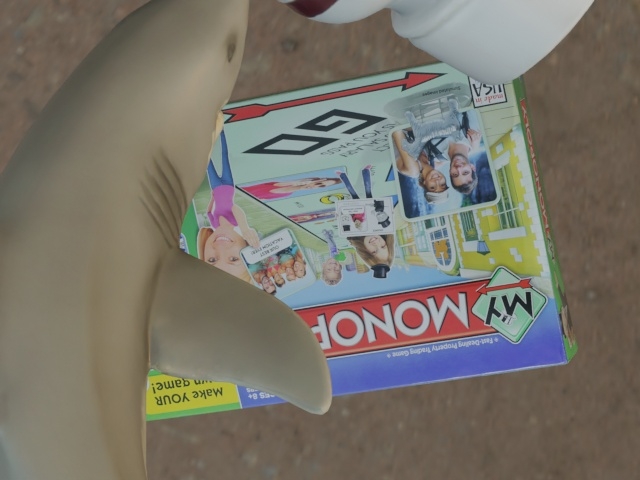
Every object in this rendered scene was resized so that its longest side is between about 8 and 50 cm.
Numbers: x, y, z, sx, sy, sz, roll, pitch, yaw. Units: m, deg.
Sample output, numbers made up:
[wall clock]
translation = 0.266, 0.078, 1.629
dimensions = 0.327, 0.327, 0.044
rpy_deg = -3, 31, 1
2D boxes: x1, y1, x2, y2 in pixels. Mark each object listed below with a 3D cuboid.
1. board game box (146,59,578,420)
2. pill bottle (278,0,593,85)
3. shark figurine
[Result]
[board game box]
translation = 0.000, 0.000, 1.206
dimensions = 0.317, 0.046, 0.213
rpy_deg = -10, 97, 19
[pill bottle]
translation = -0.021, -0.258, 0.964
dimensions = 0.392, 0.224, 0.224
rpy_deg = 28, 123, -16
[shark figurine]
translation = -0.062, 0.043, 0.444
dimensions = 0.166, 0.278, 0.116
rpy_deg = -32, 140, 9
